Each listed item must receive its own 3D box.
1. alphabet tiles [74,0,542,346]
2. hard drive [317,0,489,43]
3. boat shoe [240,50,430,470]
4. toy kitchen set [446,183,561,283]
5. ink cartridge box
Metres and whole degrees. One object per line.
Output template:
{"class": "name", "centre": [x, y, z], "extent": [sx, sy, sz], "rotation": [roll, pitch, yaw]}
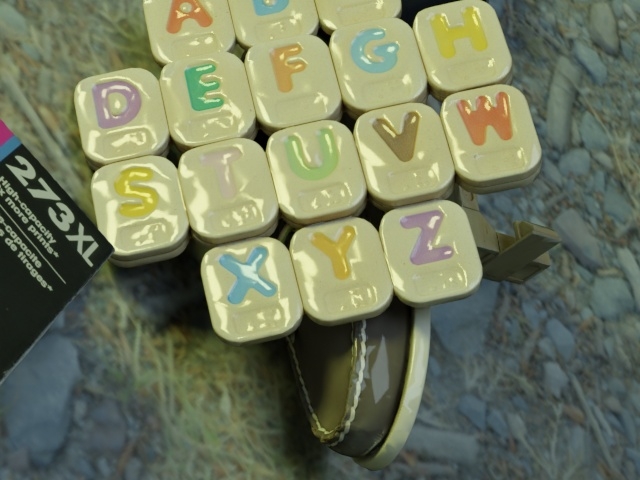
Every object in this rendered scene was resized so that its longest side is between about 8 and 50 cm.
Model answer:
{"class": "alphabet tiles", "centre": [-0.010, -0.071, 1.186], "extent": [0.284, 0.021, 0.278], "rotation": [-12, 60, -3]}
{"class": "hard drive", "centre": [-0.005, -0.235, 1.353], "extent": [0.254, 0.054, 0.172], "rotation": [42, 39, 19]}
{"class": "boat shoe", "centre": [0.000, 0.000, 1.220], "extent": [0.097, 0.116, 0.324], "rotation": [18, 49, -28]}
{"class": "toy kitchen set", "centre": [0.137, -0.020, 1.385], "extent": [0.083, 0.068, 0.075], "rotation": [15, 54, -35]}
{"class": "ink cartridge box", "centre": [-0.213, -0.009, 0.977], "extent": [0.176, 0.069, 0.371], "rotation": [49, 19, -8]}
